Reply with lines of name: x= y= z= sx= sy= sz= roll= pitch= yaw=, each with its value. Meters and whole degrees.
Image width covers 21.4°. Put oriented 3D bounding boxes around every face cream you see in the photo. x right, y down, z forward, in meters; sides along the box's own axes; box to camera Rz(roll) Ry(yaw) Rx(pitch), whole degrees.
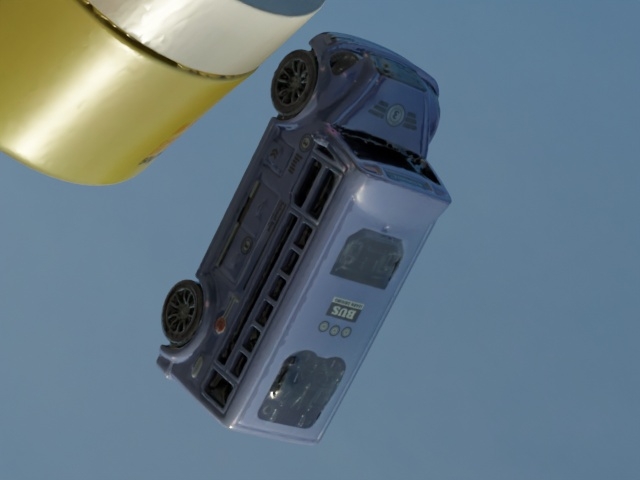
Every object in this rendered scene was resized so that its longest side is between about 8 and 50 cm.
face cream: x=-0.133 y=-0.170 z=1.055 sx=0.179 sy=0.218 sz=0.218 roll=-39 pitch=-133 yaw=29

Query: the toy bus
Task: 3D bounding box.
toy bus: x=0.000 y=0.000 z=1.255 sx=0.133 sy=0.125 sz=0.292 roll=40 pitch=-72 yaw=48
